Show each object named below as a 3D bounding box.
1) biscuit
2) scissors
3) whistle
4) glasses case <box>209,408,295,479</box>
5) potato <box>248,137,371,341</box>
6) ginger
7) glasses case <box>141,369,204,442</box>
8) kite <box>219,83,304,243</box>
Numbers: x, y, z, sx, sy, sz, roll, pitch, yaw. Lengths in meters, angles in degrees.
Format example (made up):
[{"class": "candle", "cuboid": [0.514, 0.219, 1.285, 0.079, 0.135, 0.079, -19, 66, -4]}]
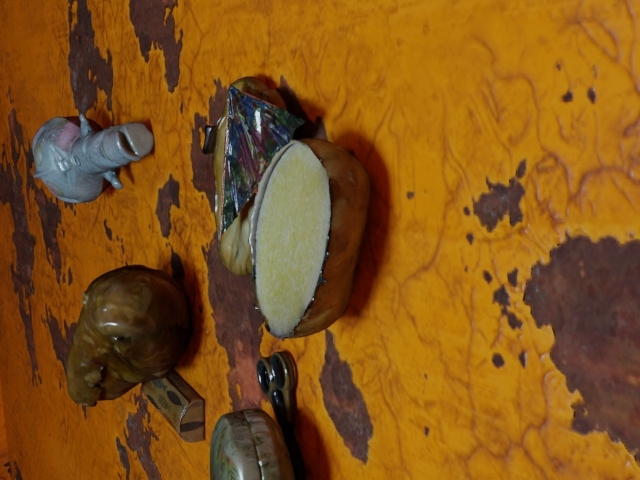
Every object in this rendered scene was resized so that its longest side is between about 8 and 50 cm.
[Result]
[{"class": "biscuit", "cuboid": [-0.079, -0.062, 1.124, 0.203, 0.041, 0.260, 58, 145, 34]}, {"class": "scissors", "cuboid": [-0.033, 0.237, 1.130, 0.088, 0.017, 0.220, -31, 69, 60]}, {"class": "whistle", "cuboid": [-0.368, -0.139, 1.583, 0.346, 0.133, 0.142, -6, 88, 53]}, {"class": "glasses case", "cuboid": [-0.063, 0.398, 1.117, 0.156, 0.098, 0.425, -145, 48, -71]}, {"class": "potato", "cuboid": [0.000, 0.000, 0.945, 0.164, 0.081, 0.200, 54, 138, 48]}, {"class": "ginger", "cuboid": [-0.273, 0.134, 1.425, 0.165, 0.172, 0.321, 39, 144, 2]}, {"class": "glasses case", "cuboid": [-0.220, 0.237, 1.464, 0.170, 0.041, 0.065, 28, 120, 59]}, {"class": "kite", "cuboid": [-0.074, -0.083, 1.059, 0.232, 0.009, 0.189, -47, 56, 52]}]
